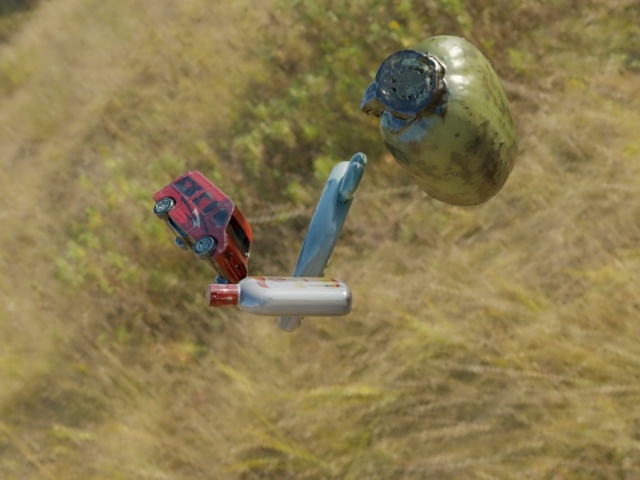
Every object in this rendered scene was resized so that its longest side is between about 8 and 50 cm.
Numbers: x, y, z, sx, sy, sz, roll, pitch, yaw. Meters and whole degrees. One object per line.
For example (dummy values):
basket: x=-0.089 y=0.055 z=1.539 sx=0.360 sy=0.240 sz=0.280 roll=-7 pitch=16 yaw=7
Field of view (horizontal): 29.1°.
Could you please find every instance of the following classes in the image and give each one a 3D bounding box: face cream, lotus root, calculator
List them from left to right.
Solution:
face cream: x=-0.025 y=0.033 z=0.717 sx=0.040 sy=0.083 sz=0.021 roll=-144 pitch=57 yaw=-69
calculator: x=0.000 y=0.000 z=1.599 sx=0.299 sy=0.041 sz=0.185 roll=112 pitch=179 yaw=-46
lotus root: x=0.160 y=-0.135 z=1.492 sx=0.173 sy=0.173 sz=0.309 roll=-41 pitch=-25 yaw=5

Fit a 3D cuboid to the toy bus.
toy bus: x=-0.147 y=-0.015 z=1.657 sx=0.089 sy=0.081 sz=0.195 roll=-39 pitch=42 yaw=-9
